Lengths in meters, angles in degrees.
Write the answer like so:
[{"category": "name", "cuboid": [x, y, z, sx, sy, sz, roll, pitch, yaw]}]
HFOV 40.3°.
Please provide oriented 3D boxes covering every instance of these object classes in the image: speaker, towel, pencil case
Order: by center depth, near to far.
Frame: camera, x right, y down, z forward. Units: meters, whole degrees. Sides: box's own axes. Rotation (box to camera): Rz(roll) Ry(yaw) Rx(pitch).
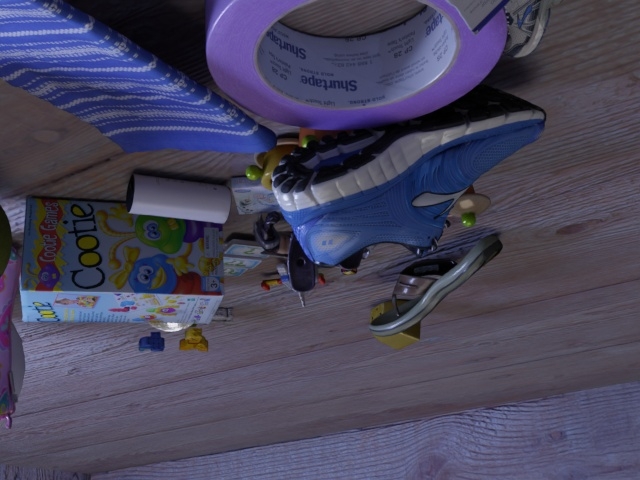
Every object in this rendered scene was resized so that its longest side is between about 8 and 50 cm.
[{"category": "towel", "cuboid": [-0.227, -0.155, 0.857, 0.243, 0.040, 0.336, 7, 168, 38]}, {"category": "speaker", "cuboid": [-0.194, -0.057, 1.188, 0.136, 0.055, 0.055, 6, 156, -24]}, {"category": "pencil case", "cuboid": [-0.516, 0.144, 1.316, 0.124, 0.284, 0.124, -3, 163, -1]}]

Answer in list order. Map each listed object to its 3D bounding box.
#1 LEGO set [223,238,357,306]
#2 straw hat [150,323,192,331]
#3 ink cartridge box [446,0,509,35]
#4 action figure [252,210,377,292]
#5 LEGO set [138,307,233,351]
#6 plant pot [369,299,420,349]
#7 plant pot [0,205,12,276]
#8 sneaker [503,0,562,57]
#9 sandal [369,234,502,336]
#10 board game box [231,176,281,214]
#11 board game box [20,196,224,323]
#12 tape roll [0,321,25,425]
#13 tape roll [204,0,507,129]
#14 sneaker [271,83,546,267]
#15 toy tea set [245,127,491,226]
[{"category": "LEGO set", "cuboid": [-0.066, 0.057, 1.488, 0.244, 0.060, 0.182, 7, 159, -25]}, {"category": "straw hat", "cuboid": [-0.257, 0.086, 1.506, 0.145, 0.144, 0.061, -20, -165, 33]}, {"category": "ink cartridge box", "cuboid": [0.084, -0.287, 0.569, 0.165, 0.065, 0.333, -45, 145, 7]}, {"category": "action figure", "cuboid": [0.000, 0.000, 1.238, 0.186, 0.099, 0.285, -8, -174, -5]}, {"category": "LEGO set", "cuboid": [-0.270, 0.169, 1.681, 0.227, 0.086, 0.093, 2, 157, -18]}, {"category": "plant pot", "cuboid": [0.146, 0.164, 1.756, 0.083, 0.081, 0.081, 19, 150, -23]}, {"category": "plant pot", "cuboid": [-0.530, -0.001, 1.043, 0.275, 0.274, 0.294, -15, 171, 24]}, {"category": "sneaker", "cuboid": [0.196, -0.233, 0.848, 0.058, 0.052, 0.135, 9, 149, -5]}, {"category": "sandal", "cuboid": [0.191, 0.068, 1.524, 0.303, 0.086, 0.120, -44, 175, 35]}, {"category": "board game box", "cuboid": [-0.076, -0.065, 1.232, 0.090, 0.020, 0.090, -4, 159, 0]}, {"category": "board game box", "cuboid": [-0.290, 0.035, 1.277, 0.276, 0.142, 0.144, 2, 157, -16]}, {"category": "tape roll", "cuboid": [-0.658, 0.224, 1.494, 0.286, 0.286, 0.100, -8, 157, 9]}, {"category": "tape roll", "cuboid": [0.030, -0.208, 0.814, 0.275, 0.090, 0.274, -3, 159, -1]}, {"category": "sneaker", "cuboid": [0.107, -0.071, 0.969, 0.330, 0.130, 0.147, -24, 123, -16]}, {"category": "toy tea set", "cuboid": [0.084, -0.071, 1.108, 0.336, 0.124, 0.200, 5, 156, -22]}]
